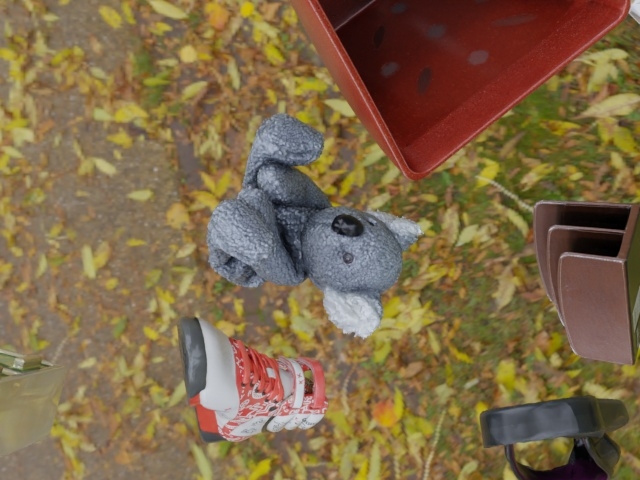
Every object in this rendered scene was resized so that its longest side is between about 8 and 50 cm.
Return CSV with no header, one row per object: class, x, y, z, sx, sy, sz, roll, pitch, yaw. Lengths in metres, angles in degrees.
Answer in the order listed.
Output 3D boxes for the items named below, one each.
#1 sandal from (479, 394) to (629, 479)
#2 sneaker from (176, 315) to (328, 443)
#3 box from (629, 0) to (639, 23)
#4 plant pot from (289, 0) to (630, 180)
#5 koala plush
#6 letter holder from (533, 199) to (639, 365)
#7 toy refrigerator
sandal,0.285,0.254,1.142,0.168,0.446,0.106,-13,75,21
sneaker,-0.067,0.140,0.984,0.145,0.270,0.090,-8,62,-5
box,0.507,-0.243,1.214,0.324,0.067,0.063,41,127,-11
plant pot,0.076,-0.265,0.858,0.267,0.267,0.236,-39,39,-6
koala plush,0.000,0.000,1.105,0.221,0.196,0.203,22,150,5
letter holder,0.511,0.080,1.827,0.215,0.152,0.301,6,137,27
toy refrigerator,-0.358,0.162,0.936,0.102,0.269,0.094,14,89,7
